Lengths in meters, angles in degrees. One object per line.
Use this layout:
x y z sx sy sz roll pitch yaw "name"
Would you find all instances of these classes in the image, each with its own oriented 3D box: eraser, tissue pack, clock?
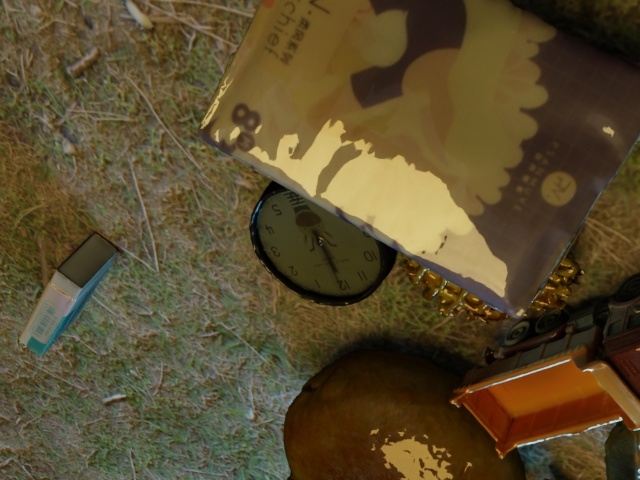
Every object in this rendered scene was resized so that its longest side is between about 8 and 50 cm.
-0.381 0.085 1.252 0.052 0.095 0.225 39 135 -4 "eraser"
0.089 -0.118 0.746 0.344 0.125 0.242 30 104 4 "tissue pack"
0.000 0.000 1.005 0.185 0.040 0.184 16 131 18 "clock"

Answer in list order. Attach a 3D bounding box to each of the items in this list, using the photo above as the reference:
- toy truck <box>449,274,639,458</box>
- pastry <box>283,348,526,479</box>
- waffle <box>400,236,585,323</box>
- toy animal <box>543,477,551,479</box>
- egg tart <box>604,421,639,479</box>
0.279 0.137 0.891 0.114 0.135 0.270 48 134 -12 "toy truck"
0.101 0.309 1.082 0.356 0.164 0.355 17 119 33 "pastry"
0.176 0.009 0.896 0.193 0.070 0.197 -18 118 38 "waffle"
0.340 0.395 1.095 0.089 0.179 0.188 -10 87 57 "toy animal"
0.519 0.315 0.872 0.444 0.178 0.443 15 132 17 "egg tart"
